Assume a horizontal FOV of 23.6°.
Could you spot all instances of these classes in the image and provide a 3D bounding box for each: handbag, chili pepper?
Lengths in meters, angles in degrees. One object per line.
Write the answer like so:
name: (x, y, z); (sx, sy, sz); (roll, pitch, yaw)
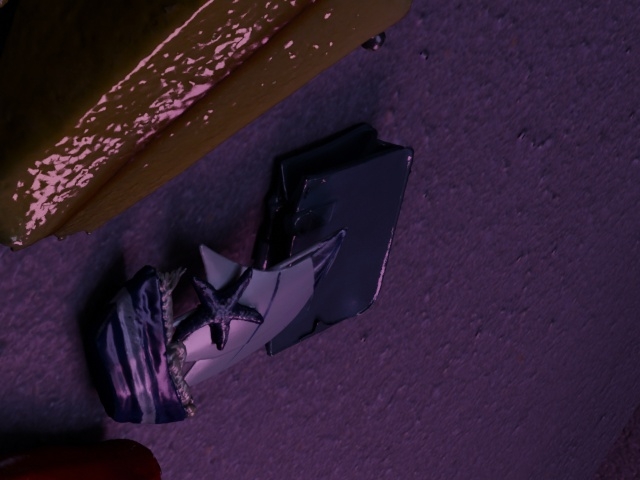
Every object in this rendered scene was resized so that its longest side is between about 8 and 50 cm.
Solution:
handbag: (0.000, 0.000, 1.593); (0.179, 0.062, 0.229); (-23, 137, -40)
chili pepper: (-0.241, 0.237, 1.418); (0.387, 0.110, 0.110); (12, 109, -59)

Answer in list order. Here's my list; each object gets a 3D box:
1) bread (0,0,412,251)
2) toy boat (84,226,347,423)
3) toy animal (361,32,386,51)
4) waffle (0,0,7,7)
bread: (-0.148, -0.178, 1.165); (0.362, 0.245, 0.233); (-37, 160, 20)
toy boat: (-0.102, 0.060, 1.450); (0.291, 0.070, 0.210); (-42, 147, -2)
toy animal: (0.008, -0.223, 1.359); (0.269, 0.082, 0.137); (-50, 148, -2)
waffle: (-0.294, -0.169, 0.985); (0.211, 0.055, 0.160); (-46, 148, -18)
